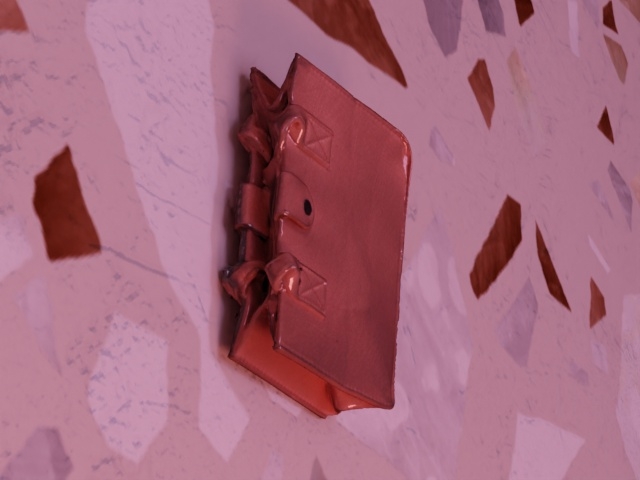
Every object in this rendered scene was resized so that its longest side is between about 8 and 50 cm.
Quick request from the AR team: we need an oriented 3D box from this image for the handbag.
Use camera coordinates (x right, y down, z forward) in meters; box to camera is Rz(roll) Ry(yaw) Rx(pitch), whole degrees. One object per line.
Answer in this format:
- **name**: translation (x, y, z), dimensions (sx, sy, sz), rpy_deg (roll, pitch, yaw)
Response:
- **handbag**: translation (0.000, 0.000, 1.157), dimensions (0.157, 0.059, 0.212), rpy_deg (38, 48, -50)
